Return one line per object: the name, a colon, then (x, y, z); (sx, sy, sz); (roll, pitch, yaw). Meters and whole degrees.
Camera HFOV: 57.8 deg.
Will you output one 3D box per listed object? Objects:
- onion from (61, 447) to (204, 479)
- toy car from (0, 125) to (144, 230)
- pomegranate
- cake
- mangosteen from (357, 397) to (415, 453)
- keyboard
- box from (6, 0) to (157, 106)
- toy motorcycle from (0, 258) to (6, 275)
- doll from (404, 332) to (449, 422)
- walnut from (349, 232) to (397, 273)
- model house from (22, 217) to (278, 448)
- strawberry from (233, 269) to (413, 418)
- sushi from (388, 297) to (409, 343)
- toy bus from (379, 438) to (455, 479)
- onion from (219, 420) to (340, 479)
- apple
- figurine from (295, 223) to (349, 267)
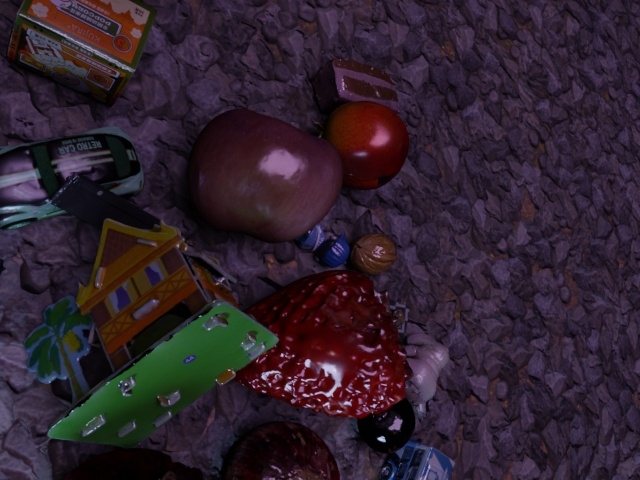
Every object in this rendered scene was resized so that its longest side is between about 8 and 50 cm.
onion: (-0.281, 0.467, 0.902); (0.314, 0.232, 0.314); (29, 32, -20)
toy car: (-0.450, -0.118, 1.004); (0.306, 0.125, 0.136); (-19, 92, -36)
pomegranate: (0.087, -0.221, 1.330); (0.235, 0.210, 0.210); (7, 74, 2)
cake: (0.094, -0.372, 1.444); (0.295, 0.113, 0.115); (-6, 85, -47)
mangosteen: (0.152, 0.410, 1.301); (0.137, 0.137, 0.151); (-65, 149, -24)
keyboard: (-0.368, -0.048, 1.024); (0.072, 0.023, 0.231); (-44, 147, 4)
box: (-0.426, -0.362, 1.033); (0.195, 0.177, 0.148); (23, 70, -28)
toy motorcycle: (-0.654, 0.003, 0.781); (0.416, 0.232, 0.172); (13, 77, -30)
doll: (0.241, 0.315, 1.386); (0.149, 0.095, 0.192); (52, 57, -21)
walnut: (0.126, 0.030, 1.366); (0.124, 0.105, 0.105); (12, 74, -46)
model house: (-0.313, 0.139, 0.998); (0.358, 0.312, 0.242); (-38, 147, 2)
strawberry: (-0.018, 0.216, 1.146); (0.345, 0.295, 0.317); (-10, 49, -9)
sushi: (0.138, 0.193, 1.380); (0.201, 0.031, 0.139); (22, 69, -28)
toy bus: (0.180, 0.591, 1.268); (0.106, 0.131, 0.297); (39, 63, -23)
onion: (-0.079, 0.467, 1.093); (0.246, 0.190, 0.246); (27, 48, -35)
apple: (-0.108, -0.118, 1.138); (0.306, 0.306, 0.235); (17, 95, -29)
figurine: (0.000, 0.000, 1.304); (0.149, 0.087, 0.086); (30, 103, -24)
